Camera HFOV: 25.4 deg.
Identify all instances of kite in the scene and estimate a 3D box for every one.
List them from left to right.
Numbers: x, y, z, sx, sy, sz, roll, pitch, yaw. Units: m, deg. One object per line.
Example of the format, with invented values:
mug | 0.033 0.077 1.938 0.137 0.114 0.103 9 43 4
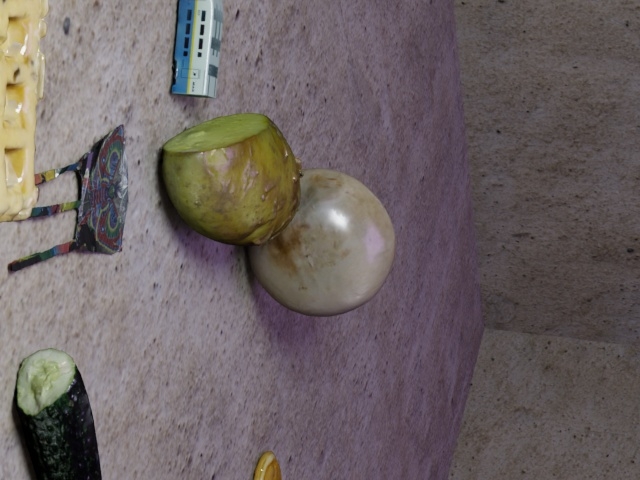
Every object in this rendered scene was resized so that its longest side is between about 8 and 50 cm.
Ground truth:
kite | -0.265 -0.038 1.554 0.285 0.015 0.152 -33 126 -69

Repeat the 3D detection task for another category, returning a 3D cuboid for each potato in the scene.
potato | -0.109 -0.082 1.848 0.298 0.141 0.176 20 68 -74

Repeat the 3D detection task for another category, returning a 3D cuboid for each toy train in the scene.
toy train | -0.150 -0.298 1.790 0.052 0.051 0.234 1 95 -77

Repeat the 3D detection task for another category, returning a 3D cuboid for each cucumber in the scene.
cucumber | -0.273 0.227 1.523 0.074 0.074 0.241 -64 156 -49

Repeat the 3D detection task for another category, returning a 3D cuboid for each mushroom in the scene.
mushroom | 0.000 0.000 2.105 0.178 0.226 0.226 -64 155 -65

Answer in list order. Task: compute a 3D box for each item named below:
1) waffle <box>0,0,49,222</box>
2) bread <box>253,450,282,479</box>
waffle | -0.316 -0.192 1.155 0.261 0.114 0.376 -11 106 -72
bread | -0.087 0.393 2.290 0.110 0.024 0.110 6 90 -74
